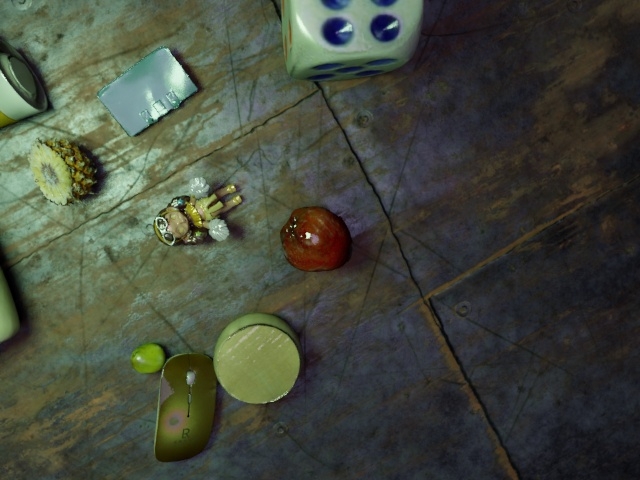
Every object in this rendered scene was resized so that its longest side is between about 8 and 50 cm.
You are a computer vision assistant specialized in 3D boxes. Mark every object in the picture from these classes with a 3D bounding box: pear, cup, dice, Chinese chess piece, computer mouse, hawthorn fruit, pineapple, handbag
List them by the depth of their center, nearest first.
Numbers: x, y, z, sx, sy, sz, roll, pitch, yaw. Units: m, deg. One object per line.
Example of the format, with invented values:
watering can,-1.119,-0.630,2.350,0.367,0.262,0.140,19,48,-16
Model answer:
cup,-0.808,-0.373,1.268,0.226,0.185,0.241,-27,81,2
dice,0.066,-0.548,1.294,0.303,0.304,0.277,-4,98,-7
pineapple,-0.622,-0.182,1.338,0.176,0.137,0.161,47,128,1
handbag,-0.444,-0.381,1.372,0.221,0.057,0.144,-35,105,-3
hawthorn fruit,0.000,0.000,1.426,0.202,0.185,0.185,20,94,-25
pear,-0.466,0.317,1.438,0.092,0.097,0.092,-4,74,16
computer mouse,-0.372,0.463,1.462,0.158,0.071,0.311,4,96,-32
Chinese chess piece,-0.171,0.325,1.474,0.249,0.103,0.250,-1,98,-8

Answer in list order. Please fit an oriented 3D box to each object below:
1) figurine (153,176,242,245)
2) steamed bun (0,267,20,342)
figurine,-0.321,-0.070,1.397,0.240,0.116,0.175,-29,102,-10
steamed bun,-0.995,0.150,1.239,0.455,0.290,0.372,-18,98,-6
